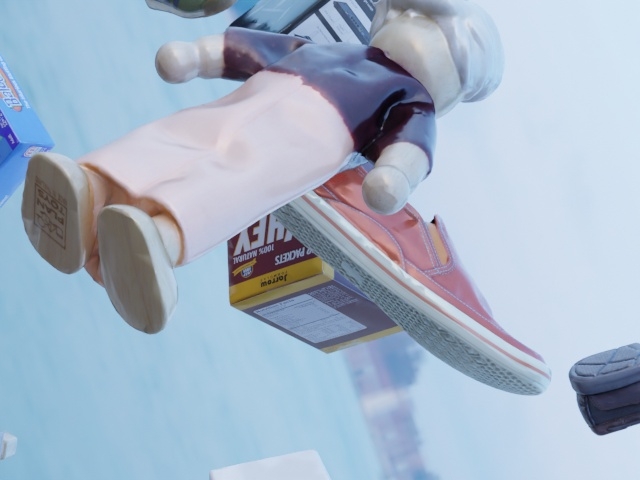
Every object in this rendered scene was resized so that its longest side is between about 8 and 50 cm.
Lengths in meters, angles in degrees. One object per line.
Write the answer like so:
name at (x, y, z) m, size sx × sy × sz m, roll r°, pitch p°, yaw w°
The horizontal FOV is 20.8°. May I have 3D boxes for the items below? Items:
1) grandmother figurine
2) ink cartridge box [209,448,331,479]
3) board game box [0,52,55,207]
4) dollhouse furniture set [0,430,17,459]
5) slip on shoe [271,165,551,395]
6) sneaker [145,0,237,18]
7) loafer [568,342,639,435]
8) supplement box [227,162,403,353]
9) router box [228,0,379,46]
grandmother figurine at (-0.016, -0.070, 1.049) m, size 0.208 × 0.342 × 0.104 m, roll 41°, pitch -42°, yaw 25°
ink cartridge box at (-0.015, 0.368, 1.626) m, size 0.283 × 0.117 × 0.207 m, roll -121°, pitch -152°, yaw -50°
board game box at (-0.346, -0.078, 1.566) m, size 0.047 × 0.210 × 0.160 m, roll 1°, pitch 49°, yaw -53°
dollhouse furniture set at (-0.411, 0.261, 2.043) m, size 0.114 × 0.081 × 0.091 m, roll 14°, pitch 84°, yaw -85°
slip on shoe at (0.095, 0.025, 1.646) m, size 0.331 × 0.101 × 0.123 m, roll 41°, pitch -15°, yaw 2°
sneaker at (-0.178, -0.322, 2.107) m, size 0.192 × 0.064 × 0.086 m, roll 14°, pitch -30°, yaw 51°
loafer at (0.461, 0.166, 2.135) m, size 0.109 × 0.302 × 0.095 m, roll -68°, pitch 143°, yaw -69°
supplement box at (0.000, 0.000, 1.988) m, size 0.194 × 0.129 × 0.191 m, roll 30°, pitch 49°, yaw -49°
router box at (0.049, -0.244, 1.651) m, size 0.081 × 0.243 × 0.309 m, roll 52°, pitch -3°, yaw -13°
